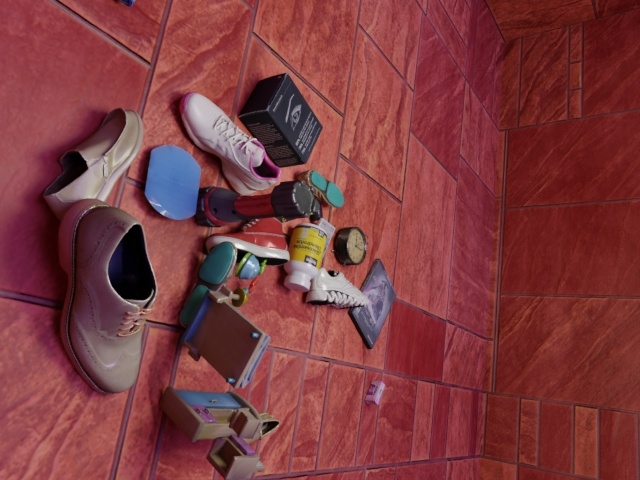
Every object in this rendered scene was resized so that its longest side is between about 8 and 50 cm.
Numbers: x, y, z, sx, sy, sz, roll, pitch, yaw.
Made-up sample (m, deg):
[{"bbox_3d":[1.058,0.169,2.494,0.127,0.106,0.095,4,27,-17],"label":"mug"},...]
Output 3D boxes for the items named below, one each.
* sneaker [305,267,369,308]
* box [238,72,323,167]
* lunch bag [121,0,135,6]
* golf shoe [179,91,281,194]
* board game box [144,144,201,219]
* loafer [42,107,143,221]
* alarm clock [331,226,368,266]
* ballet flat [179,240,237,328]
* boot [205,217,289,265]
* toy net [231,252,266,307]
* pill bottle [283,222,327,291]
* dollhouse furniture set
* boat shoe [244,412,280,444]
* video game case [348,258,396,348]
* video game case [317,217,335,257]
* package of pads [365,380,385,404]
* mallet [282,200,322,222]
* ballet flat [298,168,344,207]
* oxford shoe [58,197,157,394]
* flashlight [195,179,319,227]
[{"bbox_3d":[0.065,0.156,1.646,0.292,0.110,0.118,20,63,-53],"label":"sneaker"},{"bbox_3d":[-0.105,-0.328,1.423,0.207,0.108,0.153,52,49,-39],"label":"box"},{"bbox_3d":[-0.405,-0.575,1.036,0.151,0.096,0.129,59,40,-55],"label":"lunch bag"},{"bbox_3d":[-0.209,-0.240,1.247,0.306,0.140,0.115,50,51,-39],"label":"golf shoe"},{"bbox_3d":[-0.337,-0.128,1.152,0.133,0.033,0.169,20,66,-47],"label":"board game box"},{"bbox_3d":[-0.424,-0.152,0.967,0.092,0.101,0.269,48,52,-50],"label":"loafer"},{"bbox_3d":[0.113,0.016,1.748,0.192,0.064,0.130,-18,102,-51],"label":"alarm clock"},{"bbox_3d":[-0.254,0.107,1.204,0.222,0.076,0.079,-65,161,-8],"label":"ballet flat"},{"bbox_3d":[-0.192,-0.034,1.322,0.244,0.088,0.176,10,63,-45],"label":"boot"},{"bbox_3d":[-0.209,0.141,1.265,0.232,0.045,0.122,-61,176,-1],"label":"toy net"},{"bbox_3d":[-0.048,0.050,1.485,0.103,0.103,0.184,39,57,-47],"label":"pill bottle"},{"bbox_3d":[-0.153,0.292,1.123,0.198,0.286,0.304,24,93,-52],"label":"dollhouse furniture set"},{"bbox_3d":[-0.177,0.485,1.302,0.190,0.072,0.068,-13,99,-54],"label":"boat shoe"},{"bbox_3d":[0.197,0.229,1.888,0.274,0.026,0.196,-57,132,-38],"label":"video game case"},{"bbox_3d":[0.000,0.000,1.602,0.087,0.011,0.122,36,75,-54],"label":"video game case"},{"bbox_3d":[0.195,0.546,1.843,0.032,0.050,0.083,52,48,-32],"label":"package of pads"},{"bbox_3d":[-0.060,-0.086,1.539,0.189,0.039,0.062,-8,96,-51],"label":"mallet"},{"bbox_3d":[-0.001,-0.162,1.596,0.206,0.067,0.073,40,61,-50],"label":"ballet flat"},{"bbox_3d":[-0.375,0.129,0.937,0.140,0.146,0.397,-34,132,-51],"label":"oxford shoe"},{"bbox_3d":[-0.158,-0.086,1.165,0.103,0.304,0.103,-37,116,-48],"label":"flashlight"}]
